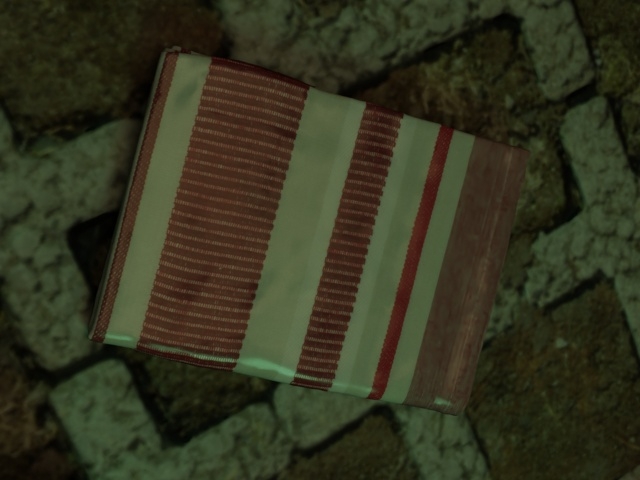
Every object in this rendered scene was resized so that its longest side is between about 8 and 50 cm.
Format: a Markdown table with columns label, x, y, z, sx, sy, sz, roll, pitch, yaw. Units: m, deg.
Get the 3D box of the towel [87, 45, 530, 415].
| label | x | y | z | sx | sy | sz | roll | pitch | yaw |
| --- | --- | --- | --- | --- | --- | --- | --- | --- | --- |
| towel | 0.000 | 0.000 | 0.870 | 0.329 | 0.037 | 0.237 | 14 | 90 | -22 |
